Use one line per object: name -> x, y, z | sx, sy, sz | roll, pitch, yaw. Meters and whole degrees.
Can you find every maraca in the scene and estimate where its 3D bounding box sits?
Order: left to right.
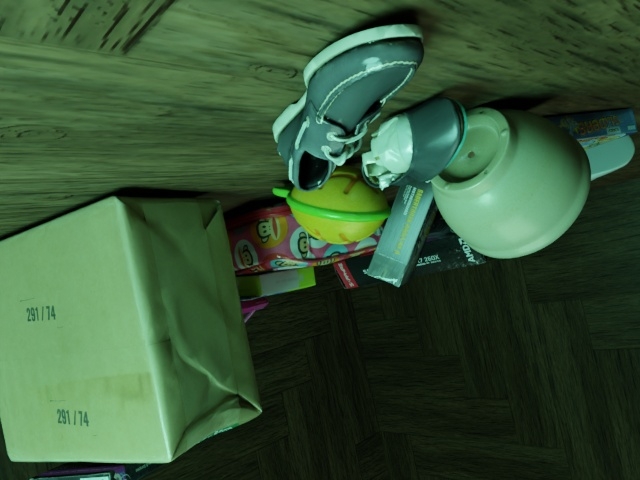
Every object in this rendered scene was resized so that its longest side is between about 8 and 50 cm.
maraca -> 0.013, -0.052, 0.679 | 0.127, 0.099, 0.185 | 0, -164, -30

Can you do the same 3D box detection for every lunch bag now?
lunch bag -> -0.043, -0.005, 0.966 | 0.293, 0.120, 0.258 | -9, 176, -41

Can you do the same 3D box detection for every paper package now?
paper package -> -0.273, 0.120, 0.686 | 0.324, 0.310, 0.168 | -15, 175, 29

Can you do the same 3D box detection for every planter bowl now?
planter bowl -> 0.183, -0.074, 0.558 | 0.109, 0.162, 0.162 | 25, 152, -37

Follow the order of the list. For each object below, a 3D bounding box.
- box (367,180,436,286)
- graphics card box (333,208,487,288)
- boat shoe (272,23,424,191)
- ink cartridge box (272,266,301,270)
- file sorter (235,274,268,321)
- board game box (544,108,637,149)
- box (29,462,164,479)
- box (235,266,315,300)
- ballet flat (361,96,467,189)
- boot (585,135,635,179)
box -> 0.153, -0.022, 0.883 | 0.056, 0.183, 0.231 | 21, -176, 14
graphics card box -> 0.234, -0.007, 1.283 | 0.370, 0.094, 0.233 | -13, -155, 35
boat shoe -> 0.018, -0.086, 0.384 | 0.075, 0.065, 0.206 | -10, 176, -22
ink cartridge box -> -0.074, 0.019, 1.214 | 0.092, 0.090, 0.143 | -12, 154, -9
file sorter -> -0.286, 0.123, 0.989 | 0.182, 0.202, 0.290 | -49, 162, 18
board game box -> 0.312, -0.138, 0.730 | 0.201, 0.035, 0.136 | -10, 176, -21
box -> -0.267, 0.292, 0.679 | 0.116, 0.029, 0.162 | -11, 173, 16
box -> -0.104, 0.079, 0.957 | 0.109, 0.042, 0.178 | -8, 178, 36
ballet flat -> 0.080, -0.089, 0.530 | 0.074, 0.074, 0.203 | -11, 178, -7
boot -> 0.383, -0.110, 0.889 | 0.258, 0.095, 0.123 | -13, 169, 6
